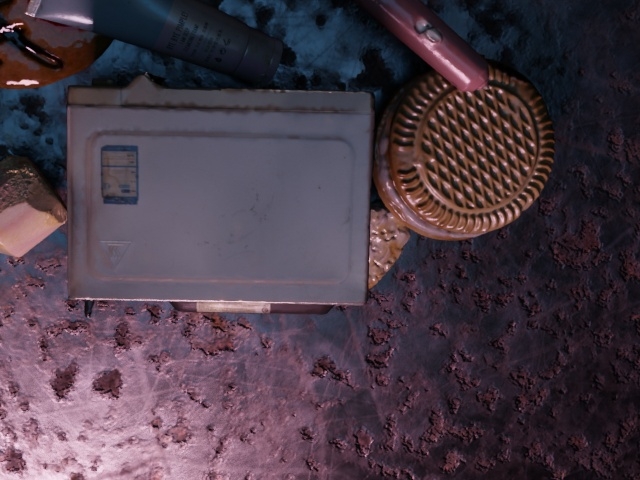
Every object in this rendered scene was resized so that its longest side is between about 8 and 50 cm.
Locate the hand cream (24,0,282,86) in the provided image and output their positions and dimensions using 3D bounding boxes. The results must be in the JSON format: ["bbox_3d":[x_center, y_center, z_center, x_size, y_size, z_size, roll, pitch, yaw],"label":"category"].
[{"bbox_3d":[-0.201,-0.274,1.354,0.312,0.070,0.111,20,116,-25],"label":"hand cream"}]

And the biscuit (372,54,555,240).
[{"bbox_3d":[0.194,-0.124,1.475,0.259,0.079,0.259,-1,94,-16],"label":"biscuit"}]

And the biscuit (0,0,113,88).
[{"bbox_3d":[-0.368,-0.377,1.329,0.314,0.063,0.367,-19,104,-5],"label":"biscuit"}]

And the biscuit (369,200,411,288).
[{"bbox_3d":[0.000,0.000,1.497,0.265,0.040,0.188,-15,105,-9],"label":"biscuit"}]

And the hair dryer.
[{"bbox_3d":[0.089,-0.303,1.346,0.352,0.210,0.125,37,92,-12],"label":"hair dryer"}]

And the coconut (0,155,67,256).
[{"bbox_3d":[-0.395,-0.038,1.371,0.122,0.116,0.116,-38,107,-6],"label":"coconut"}]

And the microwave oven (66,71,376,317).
[{"bbox_3d":[-0.119,-0.060,1.342,0.355,0.218,0.286,0,97,-3],"label":"microwave oven"}]
